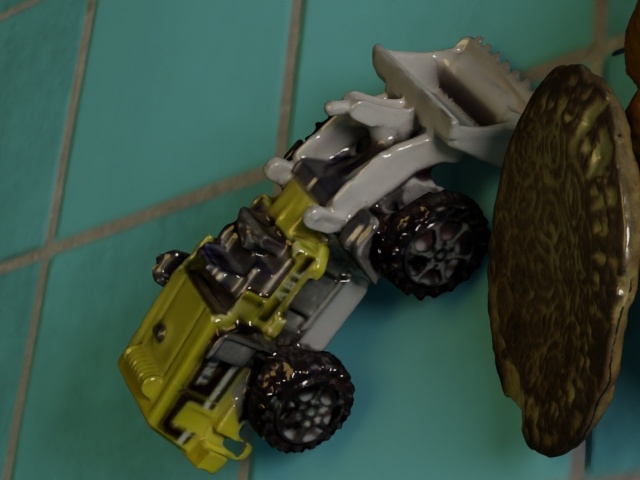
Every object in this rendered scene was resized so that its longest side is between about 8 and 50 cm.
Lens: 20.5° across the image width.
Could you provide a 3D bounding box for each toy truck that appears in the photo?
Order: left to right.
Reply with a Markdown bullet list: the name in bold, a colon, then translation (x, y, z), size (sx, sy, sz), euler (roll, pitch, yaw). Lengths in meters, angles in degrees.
- **toy truck**: translation (0.000, 0.000, 0.988), size (0.286, 0.111, 0.136), euler (-52, 38, 10)

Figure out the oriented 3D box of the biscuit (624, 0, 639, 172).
- **biscuit**: translation (0.249, -0.074, 0.723), size (0.326, 0.107, 0.326), euler (-16, 67, 45)

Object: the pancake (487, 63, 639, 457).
- **pancake**: translation (0.113, 0.010, 0.850), size (0.199, 0.021, 0.199), euler (-178, 90, -79)
